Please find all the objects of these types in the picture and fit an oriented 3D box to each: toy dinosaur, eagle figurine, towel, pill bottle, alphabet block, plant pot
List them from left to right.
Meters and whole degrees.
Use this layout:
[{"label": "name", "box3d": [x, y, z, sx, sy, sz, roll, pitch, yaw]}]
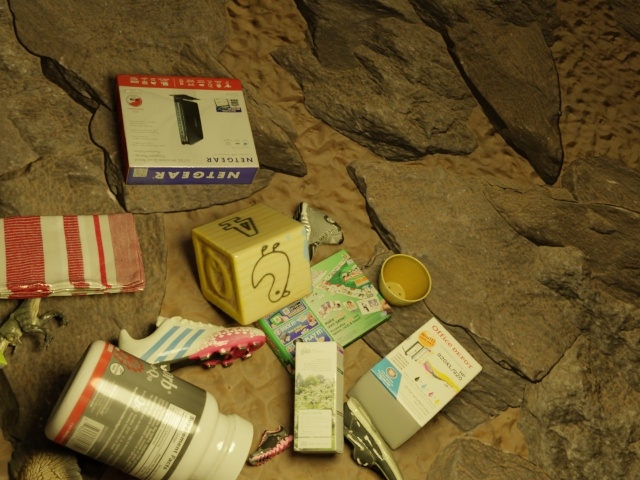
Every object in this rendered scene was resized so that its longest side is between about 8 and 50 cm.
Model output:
[{"label": "eagle figurine", "box3d": [-0.528, 0.500, 1.421, 0.225, 0.226, 0.298, -30, 77, -12]}, {"label": "toy dinosaur", "box3d": [-0.613, 0.173, 1.675, 0.118, 0.064, 0.268, 21, 50, 1]}, {"label": "towel", "box3d": [-0.573, 0.026, 1.770, 0.329, 0.037, 0.237, -3, 47, -22]}, {"label": "pill bottle", "box3d": [-0.332, 0.363, 1.552, 0.363, 0.210, 0.210, 29, 53, -14]}, {"label": "alphabet block", "box3d": [-0.157, 0.049, 1.806, 0.197, 0.192, 0.193, -25, 32, -31]}, {"label": "plant pot", "box3d": [0.200, 0.116, 1.994, 0.134, 0.095, 0.134, 10, 55, -15]}]

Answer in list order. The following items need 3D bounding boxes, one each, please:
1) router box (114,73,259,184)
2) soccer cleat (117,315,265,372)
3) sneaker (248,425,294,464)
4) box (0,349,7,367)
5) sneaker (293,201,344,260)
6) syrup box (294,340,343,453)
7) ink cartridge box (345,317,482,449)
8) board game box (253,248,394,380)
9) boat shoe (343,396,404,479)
[{"label": "router box", "box3d": [-0.352, -0.290, 2.053, 0.335, 0.082, 0.301, -3, 60, -22]}, {"label": "soccer cleat", "box3d": [-0.285, 0.216, 1.734, 0.331, 0.116, 0.143, -11, 64, -26]}, {"label": "sneaker", "box3d": [-0.114, 0.442, 1.703, 0.119, 0.047, 0.057, -22, 62, -38]}, {"label": "box", "box3d": [-0.725, 0.203, 1.593, 0.109, 0.042, 0.178, -32, 69, -5]}, {"label": "sneaker", "box3d": [0.000, 0.000, 1.989, 0.132, 0.086, 0.228, 17, 44, -16]}, {"label": "syrup box", "box3d": [-0.002, 0.344, 1.722, 0.093, 0.096, 0.236, -4, 71, 12]}, {"label": "ink cartridge box", "box3d": [0.218, 0.329, 1.819, 0.233, 0.168, 0.171, -33, 74, -34]}, {"label": "board game box", "box3d": [0.000, 0.173, 1.914, 0.317, 0.046, 0.213, -28, 71, -32]}, {"label": "boat shoe", "box3d": [0.108, 0.468, 1.761, 0.079, 0.084, 0.233, -37, 82, 4]}]
